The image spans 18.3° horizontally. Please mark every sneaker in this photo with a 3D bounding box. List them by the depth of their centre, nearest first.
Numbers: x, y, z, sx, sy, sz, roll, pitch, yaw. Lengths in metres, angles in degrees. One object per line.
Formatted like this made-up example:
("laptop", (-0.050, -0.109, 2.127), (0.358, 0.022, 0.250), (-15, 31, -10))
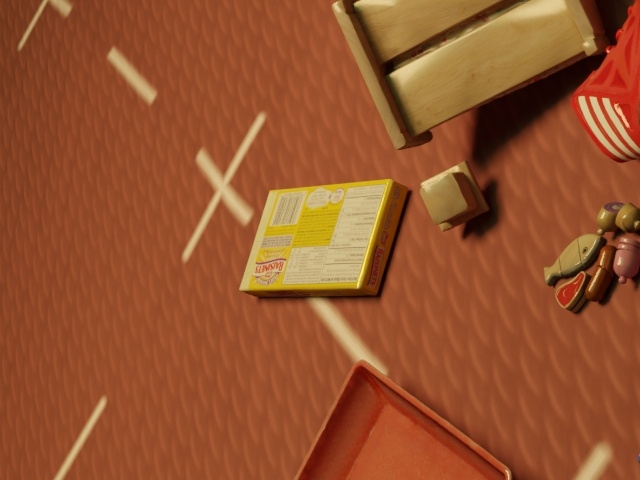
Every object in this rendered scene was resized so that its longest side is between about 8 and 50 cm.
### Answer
("sneaker", (0.242, -0.163, 1.524), (0.128, 0.087, 0.221), (-22, 50, 48))

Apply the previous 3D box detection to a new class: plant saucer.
("plant saucer", (0.044, 0.254, 1.569), (0.259, 0.048, 0.258), (-62, 30, 3))

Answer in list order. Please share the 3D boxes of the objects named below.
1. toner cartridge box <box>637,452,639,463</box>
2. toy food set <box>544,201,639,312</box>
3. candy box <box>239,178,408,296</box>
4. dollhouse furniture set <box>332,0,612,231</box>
("toner cartridge box", (0.350, 0.095, 1.182), (0.348, 0.075, 0.165), (8, 77, 59))
("toy food set", (0.213, 0.011, 1.507), (0.122, 0.019, 0.078), (-45, 36, 31))
("candy box", (0.000, 0.000, 1.837), (0.206, 0.027, 0.105), (-2, 69, 57))
("dollhouse furniture set", (0.182, -0.233, 1.675), (0.303, 0.174, 0.355), (-25, 86, 26))
